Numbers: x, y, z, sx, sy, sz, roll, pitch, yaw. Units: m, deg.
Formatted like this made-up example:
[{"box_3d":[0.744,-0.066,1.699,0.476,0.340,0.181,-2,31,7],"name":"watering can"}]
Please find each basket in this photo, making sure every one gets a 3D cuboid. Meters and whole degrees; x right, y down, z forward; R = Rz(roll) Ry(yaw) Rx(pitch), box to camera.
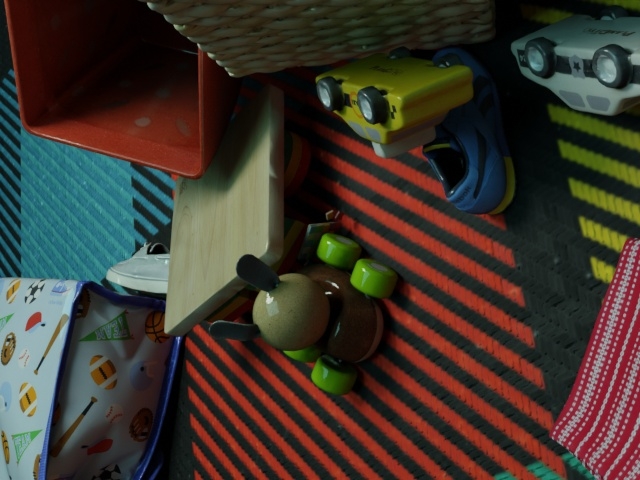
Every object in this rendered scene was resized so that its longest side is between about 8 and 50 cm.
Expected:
[{"box_3d":[0.010,-0.338,0.893,0.331,0.328,0.266,-6,84,12],"name":"basket"}]

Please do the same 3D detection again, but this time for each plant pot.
[{"box_3d":[-0.221,-0.276,1.202,0.267,0.236,0.267,16,128,14],"name":"plant pot"}]

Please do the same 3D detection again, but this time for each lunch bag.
[{"box_3d":[-0.398,0.266,1.446,0.328,0.239,0.385,-4,71,51],"name":"lunch bag"}]

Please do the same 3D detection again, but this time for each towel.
[{"box_3d":[0.250,0.102,0.675,0.275,0.031,0.199,-128,57,-82],"name":"towel"}]

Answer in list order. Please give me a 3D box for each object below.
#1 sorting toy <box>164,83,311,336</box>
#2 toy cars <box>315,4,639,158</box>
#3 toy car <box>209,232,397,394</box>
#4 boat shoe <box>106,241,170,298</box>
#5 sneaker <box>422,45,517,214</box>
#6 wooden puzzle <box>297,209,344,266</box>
[{"box_3d":[-0.101,-0.027,1.220,0.255,0.089,0.257,-38,43,43],"name":"sorting toy"},{"box_3d":[0.165,-0.137,0.848,0.393,0.176,0.087,-5,116,28],"name":"toy cars"},{"box_3d":[-0.034,0.074,1.044,0.149,0.188,0.155,38,111,50],"name":"toy car"},{"box_3d":[-0.256,0.046,1.451,0.227,0.079,0.081,5,76,49],"name":"boat shoe"},{"box_3d":[0.140,-0.124,0.956,0.069,0.082,0.209,-39,51,44],"name":"sneaker"},{"box_3d":[0.000,0.000,1.120,0.006,0.049,0.083,45,128,39],"name":"wooden puzzle"}]
